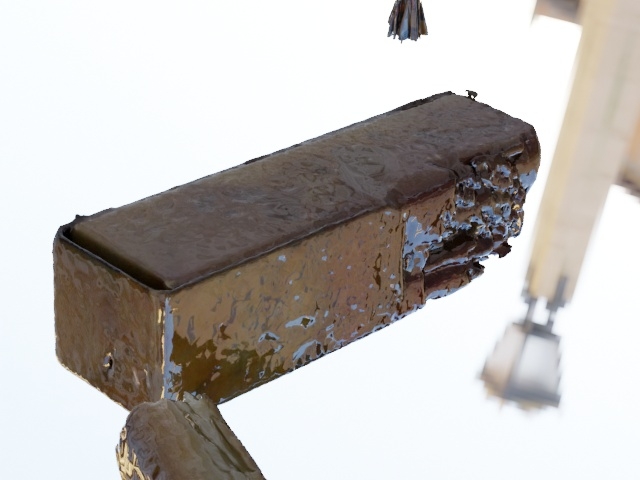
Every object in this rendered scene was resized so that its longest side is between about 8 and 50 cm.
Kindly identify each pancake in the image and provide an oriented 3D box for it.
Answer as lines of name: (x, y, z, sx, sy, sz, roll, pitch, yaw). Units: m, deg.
pancake: (-0.017, 0.187, 0.674, 0.057, 0.244, 0.266, -14, -115, -16)

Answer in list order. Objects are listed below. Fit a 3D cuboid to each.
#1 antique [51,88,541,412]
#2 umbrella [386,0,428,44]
antique: (0.000, 0.000, 1.040, 0.310, 0.087, 0.093, -22, -144, -39)
umbrella: (0.062, -0.166, 1.304, 0.031, 0.083, 0.020, 29, -129, 19)
